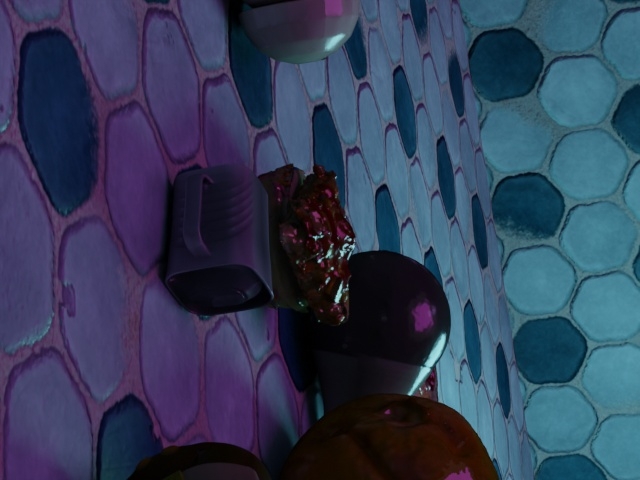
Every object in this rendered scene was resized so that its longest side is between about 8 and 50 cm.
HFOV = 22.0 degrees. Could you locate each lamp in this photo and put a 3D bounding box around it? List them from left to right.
[{"bbox_3d":[0.043,0.162,2.075,0.314,0.182,0.182,-63,160,-5],"label":"lamp"}]

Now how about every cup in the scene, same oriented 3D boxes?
[{"bbox_3d":[-0.106,-0.006,1.633,0.128,0.095,0.129,57,26,-55],"label":"cup"}]

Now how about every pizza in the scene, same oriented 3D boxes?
[{"bbox_3d":[0.000,0.000,1.829,0.199,0.062,0.188,14,68,-74],"label":"pizza"}]

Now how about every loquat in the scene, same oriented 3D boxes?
[{"bbox_3d":[0.086,0.319,1.891,0.276,0.276,0.284,-52,136,-70],"label":"loquat"}]

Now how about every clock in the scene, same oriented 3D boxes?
[{"bbox_3d":[-0.040,-0.415,1.964,0.326,0.184,0.342,73,21,-47],"label":"clock"}]

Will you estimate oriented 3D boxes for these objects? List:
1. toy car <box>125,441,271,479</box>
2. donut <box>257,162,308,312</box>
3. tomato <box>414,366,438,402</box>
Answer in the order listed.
[{"bbox_3d":[-0.087,0.283,1.406,0.248,0.204,0.198,61,-2,-20],"label":"toy car"},{"bbox_3d":[-0.046,-0.001,1.910,0.174,0.068,0.175,-7,90,-78],"label":"donut"},{"bbox_3d":[0.087,0.199,2.247,0.173,0.099,0.189,59,30,-30],"label":"tomato"}]
